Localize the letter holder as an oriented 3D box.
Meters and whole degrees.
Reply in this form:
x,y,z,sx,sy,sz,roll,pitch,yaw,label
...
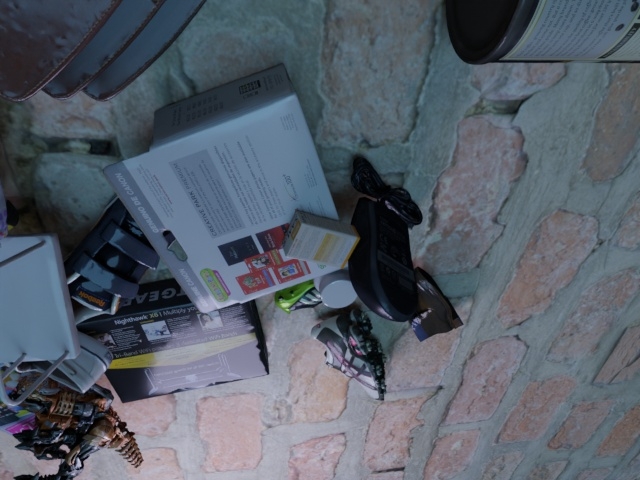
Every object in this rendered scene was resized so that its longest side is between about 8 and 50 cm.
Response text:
x,y,z,sx,sy,sz,roll,pitch,yaw,label
-0.246,-0.286,0.527,0.301,0.152,0.214,-39,127,18,letter holder

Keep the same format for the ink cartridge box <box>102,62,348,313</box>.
x,y,z,sx,sy,sz,roll,pitch,yaw,label
-0.124,-0.063,0.738,0.271,0.130,0.310,-19,129,1,ink cartridge box

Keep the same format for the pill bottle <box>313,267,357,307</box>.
x,y,z,sx,sy,sz,roll,pitch,yaw,label
0.021,0.049,0.854,0.078,0.137,0.078,-6,129,-8,pill bottle

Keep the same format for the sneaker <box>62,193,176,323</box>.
x,y,z,sx,sy,sz,roll,pitch,yaw,label
-0.331,0.032,0.774,0.321,0.128,0.126,-40,124,17,sneaker

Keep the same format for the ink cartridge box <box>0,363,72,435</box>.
x,y,z,sx,sy,sz,roll,pitch,yaw,label
-0.635,0.275,0.941,0.185,0.065,0.311,-27,126,9,ink cartridge box

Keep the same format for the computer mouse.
x,y,z,sx,sy,sz,roll,pitch,yaw,label
0.097,0.014,0.777,0.072,0.273,0.188,-27,133,35,computer mouse

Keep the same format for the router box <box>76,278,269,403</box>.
x,y,z,sx,sy,sz,roll,pitch,yaw,label
-0.271,0.189,0.936,0.308,0.081,0.243,-10,129,-4,router box

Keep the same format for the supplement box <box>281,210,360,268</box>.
x,y,z,sx,sy,sz,roll,pitch,yaw,label
0.000,0.000,0.709,0.098,0.036,0.062,14,120,-26,supplement box

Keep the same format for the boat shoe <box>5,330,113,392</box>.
x,y,z,sx,sy,sz,roll,pitch,yaw,label
-0.498,0.184,0.823,0.267,0.088,0.096,24,134,1,boat shoe

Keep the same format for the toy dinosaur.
x,y,z,sx,sy,sz,roll,pitch,yaw,label
-0.478,0.387,0.943,0.218,0.164,0.322,-41,106,-4,toy dinosaur

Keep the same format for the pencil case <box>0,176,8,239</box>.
x,y,z,sx,sy,sz,roll,pitch,yaw,label
-0.470,-0.120,0.582,0.123,0.113,0.274,1,107,8,pencil case

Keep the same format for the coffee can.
x,y,z,sx,sy,sz,roll,pitch,yaw,label
0.324,-0.322,0.588,0.275,0.202,0.202,-3,128,-10,coffee can

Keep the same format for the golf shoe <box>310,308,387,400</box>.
x,y,z,sx,sy,sz,roll,pitch,yaw,label
0.076,0.260,1.072,0.120,0.105,0.273,-13,125,18,golf shoe

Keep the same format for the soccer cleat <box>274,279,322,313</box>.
x,y,z,sx,sy,sz,roll,pitch,yaw,label
-0.004,0.096,0.943,0.178,0.060,0.072,-20,139,12,soccer cleat

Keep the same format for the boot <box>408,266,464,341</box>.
x,y,z,sx,sy,sz,roll,pitch,yaw,label
0.218,0.145,1.009,0.106,0.082,0.219,-34,129,11,boot

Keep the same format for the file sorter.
x,y,z,sx,sy,sz,roll,pitch,yaw,label
-0.507,0.111,0.630,0.277,0.173,0.193,-3,106,-1,file sorter

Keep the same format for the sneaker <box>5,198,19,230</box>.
x,y,z,sx,sy,sz,roll,pitch,yaw,label
-0.558,-0.031,0.713,0.208,0.082,0.094,5,135,-9,sneaker
